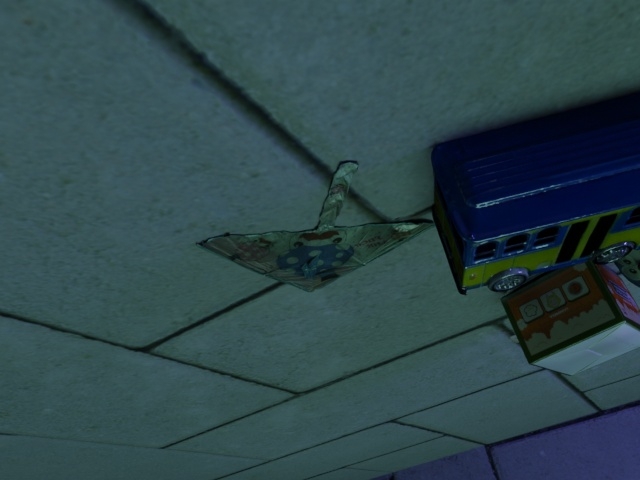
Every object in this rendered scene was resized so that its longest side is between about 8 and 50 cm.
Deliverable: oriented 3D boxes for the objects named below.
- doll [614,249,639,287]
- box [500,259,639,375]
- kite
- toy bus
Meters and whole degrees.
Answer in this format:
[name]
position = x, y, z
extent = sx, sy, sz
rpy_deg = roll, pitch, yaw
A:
[doll]
position = 0.534, -0.013, 0.750
extent = 0.258, 0.154, 0.228
rpy_deg = -28, 102, 42
[box]
position = 0.472, 0.140, 0.997
extent = 0.195, 0.148, 0.178
rpy_deg = 22, 132, -41
[kite]
position = 0.000, 0.000, 0.748
extent = 0.336, 0.011, 0.314
rpy_deg = -5, 147, -12
[toy bus]
position = 0.287, -0.051, 0.645
extent = 0.288, 0.138, 0.175
rpy_deg = -14, 149, 4
